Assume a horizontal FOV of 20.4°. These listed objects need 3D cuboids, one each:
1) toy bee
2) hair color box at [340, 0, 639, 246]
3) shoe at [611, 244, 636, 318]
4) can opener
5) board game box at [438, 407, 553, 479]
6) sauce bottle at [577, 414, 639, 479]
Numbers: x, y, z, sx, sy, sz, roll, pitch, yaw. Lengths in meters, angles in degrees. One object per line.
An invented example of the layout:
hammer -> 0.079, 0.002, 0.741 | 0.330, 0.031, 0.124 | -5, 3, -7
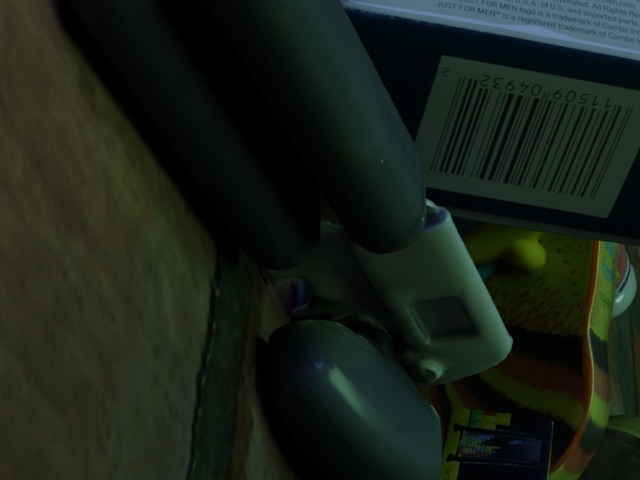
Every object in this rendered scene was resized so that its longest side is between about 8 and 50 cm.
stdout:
toy bee -> 0.102, -0.020, 0.820 | 0.195, 0.162, 0.298 | -31, 111, -71
hair color box -> 0.090, -0.166, 0.791 | 0.105, 0.174, 0.347 | 106, -8, -48
shoe -> 0.193, -0.018, 1.331 | 0.178, 0.063, 0.081 | -85, 158, -57
can opener -> 0.000, 0.000, 0.604 | 0.283, 0.076, 0.095 | 57, 27, -53
board game box -> 0.060, 0.170, 0.706 | 0.170, 0.048, 0.141 | -67, 160, -62
sauce bottle -> 0.155, 0.157, 1.006 | 0.344, 0.111, 0.111 | 13, 68, -72
